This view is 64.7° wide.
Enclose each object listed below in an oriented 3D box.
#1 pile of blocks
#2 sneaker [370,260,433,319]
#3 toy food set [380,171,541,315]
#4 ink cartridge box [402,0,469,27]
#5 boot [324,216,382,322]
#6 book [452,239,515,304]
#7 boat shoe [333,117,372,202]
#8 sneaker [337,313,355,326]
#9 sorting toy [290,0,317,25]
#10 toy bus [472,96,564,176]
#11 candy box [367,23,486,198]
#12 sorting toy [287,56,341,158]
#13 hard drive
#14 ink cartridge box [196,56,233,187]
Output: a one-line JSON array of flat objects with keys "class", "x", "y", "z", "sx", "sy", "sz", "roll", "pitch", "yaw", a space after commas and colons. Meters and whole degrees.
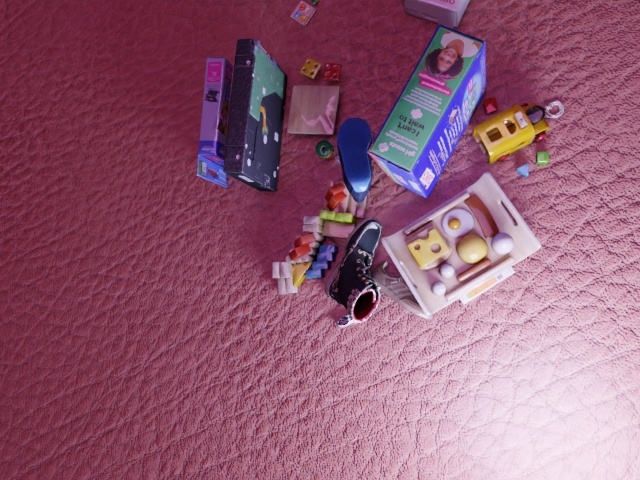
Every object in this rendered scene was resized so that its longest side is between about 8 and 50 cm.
[{"class": "pile of blocks", "x": 0.000, "y": 0.000, "z": 1.311, "sx": 0.148, "sy": 0.112, "sz": 0.362, "roll": 33, "pitch": 94, "yaw": 16}, {"class": "sneaker", "x": 0.210, "y": 0.123, "z": 1.262, "sx": 0.188, "sy": 0.066, "sz": 0.071, "roll": 34, "pitch": 95, "yaw": 16}, {"class": "toy food set", "x": 0.325, "y": 0.007, "z": 1.200, "sx": 0.306, "sy": 0.092, "sz": 0.220, "roll": -32, "pitch": 75, "yaw": 4}, {"class": "ink cartridge box", "x": 0.325, "y": -0.683, "z": 1.303, "sx": 0.154, "sy": 0.093, "sz": 0.213, "roll": 26, "pitch": 93, "yaw": 16}, {"class": "boot", "x": 0.109, "y": 0.072, "z": 1.237, "sx": 0.085, "sy": 0.178, "sz": 0.237, "roll": 25, "pitch": 98, "yaw": -25}, {"class": "book", "x": 0.385, "y": 0.078, "z": 1.237, "sx": 0.144, "sy": 0.035, "sz": 0.096, "roll": -34, "pitch": 75, "yaw": 8}, {"class": "boat shoe", "x": 0.081, "y": -0.208, "z": 1.298, "sx": 0.108, "sy": 0.089, "sz": 0.258, "roll": 4, "pitch": 53, "yaw": 5}, {"class": "sneaker", "x": 0.081, "y": 0.203, "z": 1.306, "sx": 0.083, "sy": 0.037, "sz": 0.032, "roll": -30, "pitch": 75, "yaw": 9}, {"class": "sorting toy", "x": -0.043, "y": -0.662, "z": 1.444, "sx": 0.062, "sy": 0.012, "sz": 0.083, "roll": 38, "pitch": 95, "yaw": 16}, {"class": "toy bus", "x": 0.470, "y": -0.272, "z": 1.212, "sx": 0.190, "sy": 0.104, "sz": 0.202, "roll": 17, "pitch": 89, "yaw": 16}, {"class": "candy box", "x": 0.262, "y": -0.283, "z": 1.186, "sx": 0.122, "sy": 0.268, "sz": 0.317, "roll": 29, "pitch": 92, "yaw": 20}, {"class": "sorting toy", "x": -0.014, "y": -0.361, "z": 1.386, "sx": 0.132, "sy": 0.046, "sz": 0.275, "roll": 6, "pitch": 86, "yaw": 16}, {"class": "hard drive", "x": -0.166, "y": -0.316, "z": 1.326, "sx": 0.064, "sy": 0.237, "sz": 0.339, "roll": 5, "pitch": 86, "yaw": 16}, {"class": "ink cartridge box", "x": -0.260, "y": -0.311, "z": 1.377, "sx": 0.065, "sy": 0.186, "sz": 0.311, "roll": 5, "pitch": 86, "yaw": 14}]
